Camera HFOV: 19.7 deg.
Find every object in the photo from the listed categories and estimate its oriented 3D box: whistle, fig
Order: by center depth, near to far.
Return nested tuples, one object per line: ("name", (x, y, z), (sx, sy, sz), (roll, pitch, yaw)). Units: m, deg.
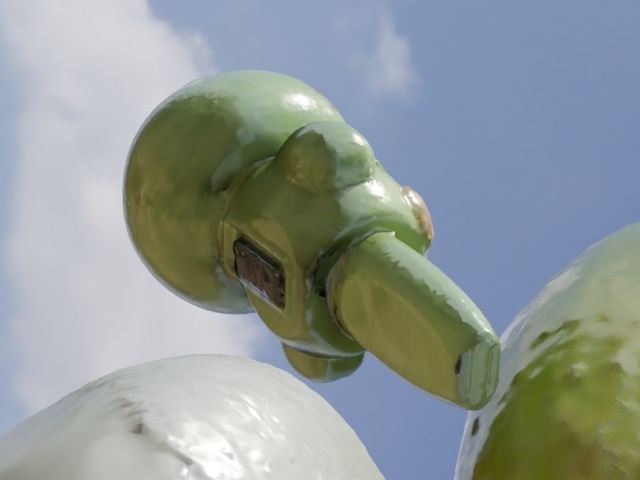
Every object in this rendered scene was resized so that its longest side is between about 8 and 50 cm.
("whistle", (0.007, -0.003, 0.942), (0.294, 0.141, 0.141), (26, -59, 39))
("fig", (0.189, 0.119, 0.951), (0.258, 0.326, 0.258), (14, -67, 35))

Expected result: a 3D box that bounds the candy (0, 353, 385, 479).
("candy", (-0.052, 0.165, 0.509), (0.185, 0.295, 0.295), (28, -49, 11))
